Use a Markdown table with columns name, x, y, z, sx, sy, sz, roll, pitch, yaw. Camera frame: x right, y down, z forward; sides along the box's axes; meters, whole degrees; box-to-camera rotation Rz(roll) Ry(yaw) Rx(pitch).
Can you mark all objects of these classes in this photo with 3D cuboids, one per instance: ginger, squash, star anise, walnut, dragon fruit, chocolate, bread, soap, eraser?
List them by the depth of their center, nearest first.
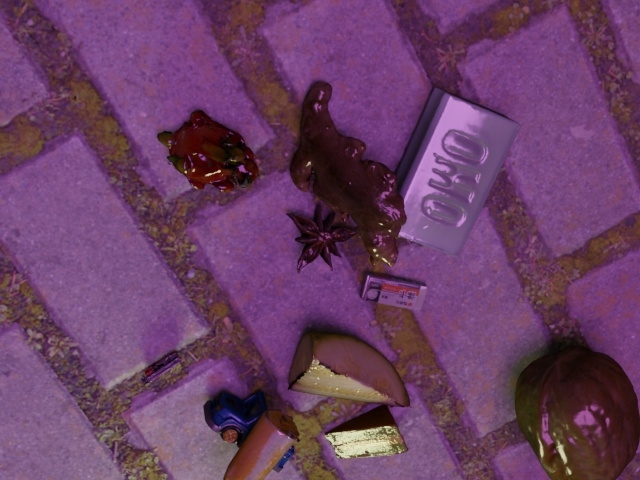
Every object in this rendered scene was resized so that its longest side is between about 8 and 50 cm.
| name | x | y | z | sx | sy | sz | roll | pitch | yaw |
| --- | --- | --- | --- | --- | --- | --- | --- | --- | --- |
| dragon fruit | -0.177 | -0.149 | 1.668 | 0.142 | 0.175 | 0.138 | -26 | 126 | -34 |
| ginger | 0.044 | -0.102 | 1.698 | 0.166 | 0.080 | 0.333 | -39 | 88 | 24 |
| soap | 0.228 | -0.122 | 1.754 | 0.160 | 0.087 | 0.265 | 21 | 103 | -16 |
| chocolate | -0.129 | 0.408 | 1.771 | 0.086 | 0.085 | 0.219 | 33 | 103 | -19 |
| star anise | 0.010 | -0.006 | 1.772 | 0.129 | 0.056 | 0.124 | -11 | 91 | -18 |
| squash | 0.082 | 0.237 | 1.837 | 0.252 | 0.093 | 0.169 | 11 | 150 | -13 |
| eraser | 0.137 | 0.095 | 1.842 | 0.122 | 0.029 | 0.052 | 12 | 106 | -13 |
| walnut | 0.503 | 0.342 | 1.892 | 0.283 | 0.227 | 0.282 | 0 | 90 | -44 |
| bread | 0.088 | 0.391 | 1.903 | 0.139 | 0.084 | 0.074 | -24 | 112 | -2 |

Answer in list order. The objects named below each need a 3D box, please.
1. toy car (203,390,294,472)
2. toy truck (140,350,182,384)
| name | x | y | z | sx | sy | sz | roll | pitch | yaw |
| --- | --- | --- | --- | --- | --- | --- | --- | --- | --- |
| toy car | -0.122 | 0.348 | 1.841 | 0.191 | 0.097 | 0.100 | 37 | 98 | -20 |
| toy truck | -0.295 | 0.237 | 1.807 | 0.083 | 0.032 | 0.024 | -31 | 115 | 2 |
